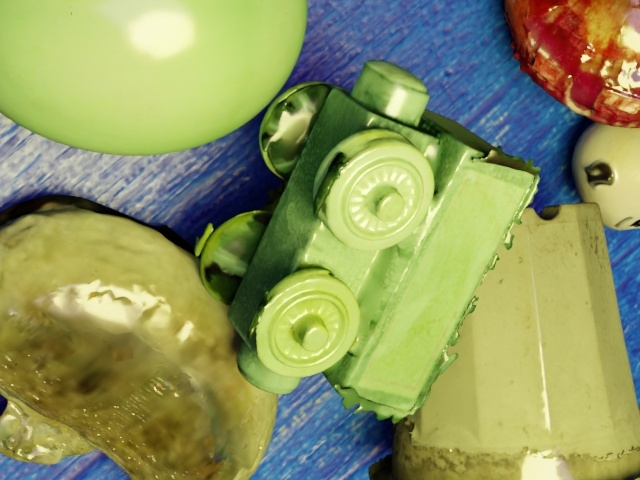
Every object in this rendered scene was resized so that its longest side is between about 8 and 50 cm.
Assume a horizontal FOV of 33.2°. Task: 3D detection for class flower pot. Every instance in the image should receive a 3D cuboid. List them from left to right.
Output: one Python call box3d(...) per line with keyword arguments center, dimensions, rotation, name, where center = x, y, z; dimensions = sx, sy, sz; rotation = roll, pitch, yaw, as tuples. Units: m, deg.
box3d(center=(0.172, 0.100, 0.989), dimensions=(0.290, 0.290, 0.259), rotation=(-5, 88, -20), name="flower pot")

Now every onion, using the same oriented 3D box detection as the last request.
box3d(center=(0.286, -0.221, 0.971), dimensions=(0.230, 0.163, 0.230), rotation=(4, 68, -11), name="onion")

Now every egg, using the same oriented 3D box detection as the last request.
box3d(center=(-0.143, -0.174, 0.813), dimensions=(0.269, 0.220, 0.220), rotation=(-9, 104, -15), name="egg")

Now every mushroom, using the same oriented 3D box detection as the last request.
box3d(center=(-0.166, 0.110, 0.914), dimensions=(0.247, 0.130, 0.344), rotation=(-43, 112, -13), name="mushroom")

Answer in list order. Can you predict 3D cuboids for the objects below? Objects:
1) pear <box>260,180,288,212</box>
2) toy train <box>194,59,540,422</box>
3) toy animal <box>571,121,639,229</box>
box3d(center=(0.000, 0.000, 0.971), dimensions=(0.131, 0.107, 0.107), rotation=(43, 84, -5), name="pear")
box3d(center=(0.031, 0.001, 0.839), dimensions=(0.188, 0.159, 0.272), rotation=(16, 107, -32), name="toy train")
box3d(center=(0.339, -0.078, 1.068), dimensions=(0.179, 0.166, 0.138), rotation=(-27, 95, -1), name="toy animal")
